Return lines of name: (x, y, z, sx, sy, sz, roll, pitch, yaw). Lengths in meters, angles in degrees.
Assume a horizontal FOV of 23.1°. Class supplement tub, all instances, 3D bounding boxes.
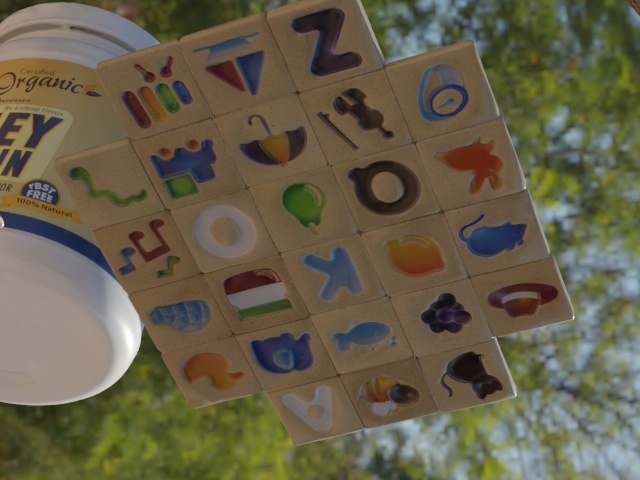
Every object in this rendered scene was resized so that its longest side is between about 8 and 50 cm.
supplement tub: (-0.247, -0.037, 1.402, 0.228, 0.228, 0.316, 91, 7, -51)

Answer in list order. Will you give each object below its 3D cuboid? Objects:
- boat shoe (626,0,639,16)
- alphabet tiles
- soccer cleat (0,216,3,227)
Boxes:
boat shoe: (0.197, -0.258, 1.169, 0.095, 0.095, 0.257, -25, -81, 42)
alphabet tiles: (0.000, 0.000, 1.038, 0.011, 0.285, 0.342, -85, 155, -53)
soccer cleat: (-0.147, 0.018, 0.576, 0.083, 0.035, 0.029, -60, 150, -5)
